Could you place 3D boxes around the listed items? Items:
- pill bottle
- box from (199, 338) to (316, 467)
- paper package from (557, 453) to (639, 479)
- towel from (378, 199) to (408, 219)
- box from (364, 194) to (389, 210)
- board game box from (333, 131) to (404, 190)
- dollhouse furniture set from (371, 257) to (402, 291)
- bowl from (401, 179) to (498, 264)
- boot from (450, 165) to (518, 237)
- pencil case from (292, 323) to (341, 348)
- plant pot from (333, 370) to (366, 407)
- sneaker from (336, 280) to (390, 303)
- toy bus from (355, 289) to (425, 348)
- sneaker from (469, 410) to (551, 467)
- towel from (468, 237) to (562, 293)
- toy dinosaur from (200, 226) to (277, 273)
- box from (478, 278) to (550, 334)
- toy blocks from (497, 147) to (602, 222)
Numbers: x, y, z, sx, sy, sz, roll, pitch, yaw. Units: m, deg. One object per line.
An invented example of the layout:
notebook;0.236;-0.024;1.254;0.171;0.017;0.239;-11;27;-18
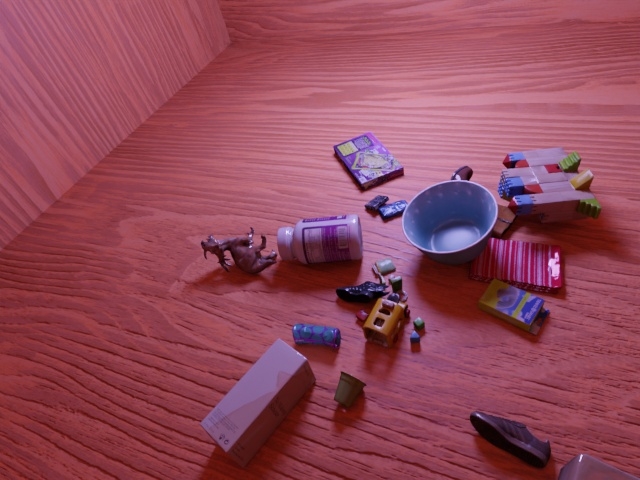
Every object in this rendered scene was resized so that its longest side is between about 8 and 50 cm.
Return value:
pill bottle;0.000;0.000;1.528;0.301;0.169;0.169;-5;46;11
box;-0.165;0.450;1.162;0.121;0.148;0.311;27;60;34
paper package;0.584;0.627;0.758;0.309;0.168;0.325;18;55;31
towel;0.296;-0.127;1.662;0.119;0.029;0.067;-20;44;-3
box;0.232;-0.156;1.699;0.083;0.018;0.067;-37;26;-19
board game box;0.215;-0.376;1.914;0.208;0.056;0.347;-25;45;-2
dollhouse furniture set;0.233;0.106;1.435;0.076;0.059;0.152;-20;45;-3
bowl;0.451;-0.040;1.415;0.311;0.163;0.312;-16;48;19
boot;0.608;-0.157;1.555;0.280;0.096;0.264;24;55;31
pencil case;-0.012;0.304;1.312;0.151;0.065;0.070;1;32;18
plant pot;0.076;0.426;1.168;0.083;0.083;0.079;18;66;30
sneaker;0.143;0.172;1.404;0.170;0.051;0.089;5;29;38
toy bus;0.213;0.230;1.290;0.190;0.104;0.202;-19;45;-3
sneaker;0.468;0.477;1.021;0.188;0.066;0.071;29;43;30
towel;0.647;0.071;1.369;0.274;0.031;0.199;8;49;23
toy dinosaur;-0.298;0.063;1.595;0.295;0.127;0.200;33;70;24
box;0.589;0.199;1.255;0.178;0.042;0.109;26;59;35
toy blocks;0.765;-0.197;1.468;0.260;0.191;0.382;-5;46;8
